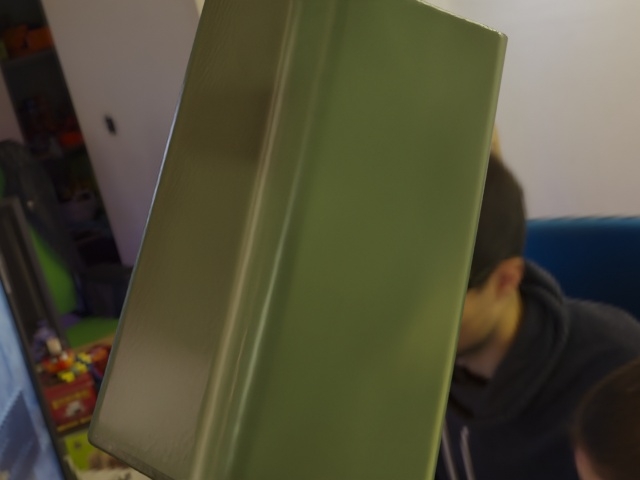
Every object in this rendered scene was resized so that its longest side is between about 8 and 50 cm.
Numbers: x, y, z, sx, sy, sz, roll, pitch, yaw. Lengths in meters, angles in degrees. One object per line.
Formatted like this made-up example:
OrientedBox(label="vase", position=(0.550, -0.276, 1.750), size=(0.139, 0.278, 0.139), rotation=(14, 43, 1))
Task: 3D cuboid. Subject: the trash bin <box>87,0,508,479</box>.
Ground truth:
OrientedBox(label="trash bin", position=(0.000, 0.000, 0.807), size=(0.223, 0.343, 0.158), rotation=(11, 5, -43))
